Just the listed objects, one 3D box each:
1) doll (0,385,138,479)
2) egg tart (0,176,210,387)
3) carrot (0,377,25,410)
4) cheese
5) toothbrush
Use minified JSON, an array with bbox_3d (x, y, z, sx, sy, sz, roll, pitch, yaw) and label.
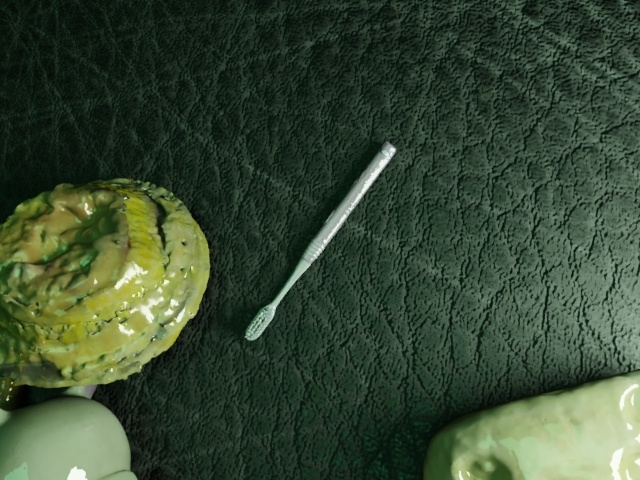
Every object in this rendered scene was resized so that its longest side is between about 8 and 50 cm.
[{"bbox_3d":[-0.294,0.367,0.644,0.370,0.215,0.226,44,118,25],"label":"doll"},{"bbox_3d":[-0.334,0.033,0.731,0.351,0.150,0.352,-1,59,2],"label":"egg tart"},{"bbox_3d":[-0.471,0.282,0.781,0.078,0.078,0.298,-7,70,10],"label":"carrot"},{"bbox_3d":[0.286,0.330,0.582,0.328,0.129,0.351,-9,75,13],"label":"cheese"},{"bbox_3d":[0.000,0.000,0.762,0.024,0.029,0.354,37,86,3],"label":"toothbrush"}]
